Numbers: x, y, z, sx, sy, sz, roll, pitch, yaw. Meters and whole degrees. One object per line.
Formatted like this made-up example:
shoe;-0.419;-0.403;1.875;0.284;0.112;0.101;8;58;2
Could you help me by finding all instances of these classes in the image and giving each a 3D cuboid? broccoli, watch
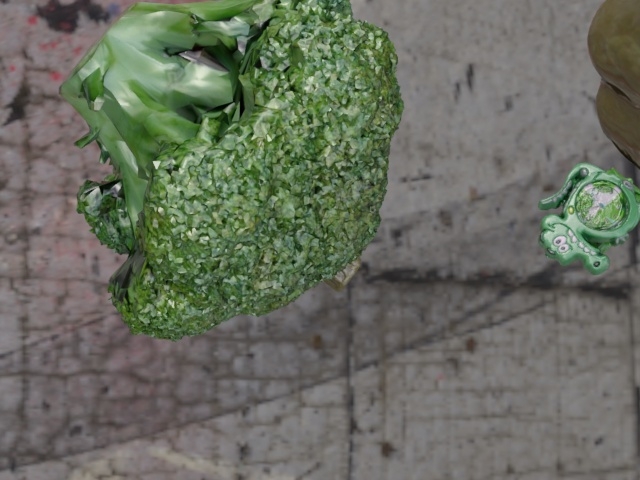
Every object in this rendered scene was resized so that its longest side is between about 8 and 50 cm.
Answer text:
broccoli;-0.077;-0.086;1.175;0.321;0.413;0.310;-22;103;-4
watch;0.381;-0.028;1.838;0.165;0.131;0.152;-51;167;0

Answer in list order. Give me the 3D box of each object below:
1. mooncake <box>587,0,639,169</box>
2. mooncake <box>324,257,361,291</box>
mooncake;0.500;-0.221;1.536;0.378;0.201;0.378;-9;113;-23
mooncake;0.012;0.005;1.500;0.150;0.057;0.347;-59;166;-26
